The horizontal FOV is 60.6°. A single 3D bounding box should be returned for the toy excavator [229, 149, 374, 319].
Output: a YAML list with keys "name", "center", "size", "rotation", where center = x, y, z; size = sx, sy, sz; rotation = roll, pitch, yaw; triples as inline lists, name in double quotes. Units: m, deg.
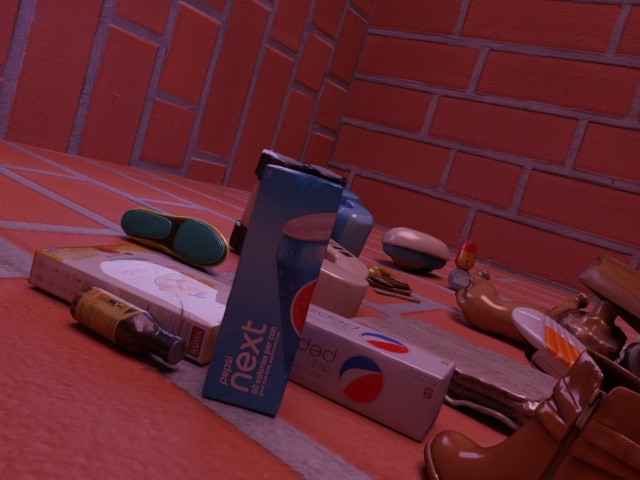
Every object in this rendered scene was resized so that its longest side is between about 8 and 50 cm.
- name: "toy excavator"
  center: [0.000, 0.000, 1.070]
  size: [0.445, 0.222, 0.432]
  rotation: [33, 16, 36]

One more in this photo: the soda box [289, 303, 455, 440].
- name: "soda box"
  center: [0.026, 0.126, 0.583]
  size: [0.216, 0.069, 0.074]
  rotation: [19, 8, 22]

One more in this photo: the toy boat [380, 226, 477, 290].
- name: "toy boat"
  center: [0.336, 0.056, 1.704]
  size: [0.267, 0.148, 0.318]
  rotation: [17, -3, -43]

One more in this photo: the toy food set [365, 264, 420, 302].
- name: "toy food set"
  center: [0.159, 0.093, 1.299]
  size: [0.132, 0.039, 0.192]
  rotation: [15, 7, -16]

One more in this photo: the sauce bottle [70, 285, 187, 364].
- name: "sauce bottle"
  center: [-0.185, 0.083, 0.531]
  size: [0.128, 0.042, 0.042]
  rotation: [20, 8, 22]

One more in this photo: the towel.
- name: "towel"
  center: [0.183, 0.168, 0.733]
  size: [0.282, 0.049, 0.187]
  rotation: [21, 7, 39]

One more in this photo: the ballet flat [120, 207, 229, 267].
- name: "ballet flat"
  center: [-0.248, -0.005, 0.977]
  size: [0.230, 0.077, 0.077]
  rotation: [17, -10, 21]

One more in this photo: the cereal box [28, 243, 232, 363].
- name: "cereal box"
  center: [-0.186, 0.064, 0.649]
  size: [0.240, 0.047, 0.173]
  rotation: [19, 7, 17]

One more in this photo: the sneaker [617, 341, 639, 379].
- name: "sneaker"
  center: [0.557, 0.231, 0.963]
  size: [0.222, 0.083, 0.118]
  rotation: [35, -9, -30]

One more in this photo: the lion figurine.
- name: "lion figurine"
  center: [0.410, 0.158, 1.113]
  size: [0.392, 0.142, 0.240]
  rotation: [4, 11, 39]

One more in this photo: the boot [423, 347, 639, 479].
- name: "boot"
  center: [0.159, 0.146, 0.391]
  size: [0.072, 0.153, 0.197]
  rotation: [13, 8, -26]

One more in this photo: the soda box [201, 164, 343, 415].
- name: "soda box"
  center: [-0.041, 0.041, 0.497]
  size: [0.071, 0.210, 0.067]
  rotation: [16, 7, -1]

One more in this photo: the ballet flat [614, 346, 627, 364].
- name: "ballet flat"
  center: [0.649, 0.250, 1.172]
  size: [0.057, 0.052, 0.168]
  rotation: [16, 7, -4]

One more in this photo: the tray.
- name: "tray"
  center: [0.676, 0.186, 1.008]
  size: [0.410, 0.076, 0.203]
  rotation: [36, 8, -25]

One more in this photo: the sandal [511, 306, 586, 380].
- name: "sandal"
  center: [0.383, 0.210, 0.821]
  size: [0.265, 0.076, 0.102]
  rotation: [41, 30, 18]
